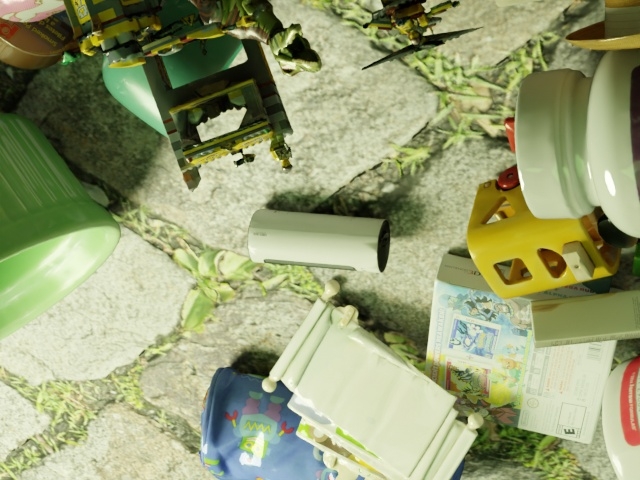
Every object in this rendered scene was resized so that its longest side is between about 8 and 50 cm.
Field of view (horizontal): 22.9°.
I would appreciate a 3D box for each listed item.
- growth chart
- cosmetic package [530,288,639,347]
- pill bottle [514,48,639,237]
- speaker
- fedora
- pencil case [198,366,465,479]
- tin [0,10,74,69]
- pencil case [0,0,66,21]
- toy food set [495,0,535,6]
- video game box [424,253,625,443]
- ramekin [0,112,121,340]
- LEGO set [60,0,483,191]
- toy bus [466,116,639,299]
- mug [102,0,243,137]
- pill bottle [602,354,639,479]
[{"bbox_3d":[0.050,0.178,1.654,0.237,0.021,0.172,41,112,6],"label":"growth chart"},{"bbox_3d":[0.256,0.074,1.486,0.115,0.041,0.060,-6,170,6],"label":"cosmetic package"},{"bbox_3d":[0.318,-0.087,1.273,0.301,0.169,0.169,-3,133,24],"label":"pill bottle"},{"bbox_3d":[0.000,0.000,1.566,0.136,0.055,0.055,5,135,15],"label":"speaker"},{"bbox_3d":[0.273,-0.196,1.200,0.194,0.194,0.079,-6,101,26],"label":"fedora"},{"bbox_3d":[0.012,0.235,1.749,0.306,0.133,0.119,14,177,8],"label":"pencil case"},{"bbox_3d":[-0.299,-0.227,1.405,0.189,0.106,0.040,35,136,-15],"label":"tin"},{"bbox_3d":[-0.137,-0.304,1.233,0.386,0.167,0.160,-18,85,34],"label":"pencil case"},{"bbox_3d":[0.169,-0.256,1.227,0.128,0.071,0.218,-1,134,21],"label":"toy food set"},{"bbox_3d":[0.203,0.113,1.613,0.187,0.048,0.205,10,136,8],"label":"video game box"},{"bbox_3d":[-0.360,0.009,1.531,0.148,0.303,0.303,57,134,9],"label":"ramekin"},{"bbox_3d":[-0.027,-0.155,1.211,0.331,0.255,0.192,-20,91,-5],"label":"LEGO set"},{"bbox_3d":[0.234,-0.012,1.429,0.190,0.104,0.202,19,138,1],"label":"toy bus"},{"bbox_3d":[-0.124,-0.178,1.390,0.097,0.158,0.129,35,158,-5],"label":"mug"},{"bbox_3d":[0.439,0.152,1.469,0.318,0.176,0.176,-24,122,37],"label":"pill bottle"}]
